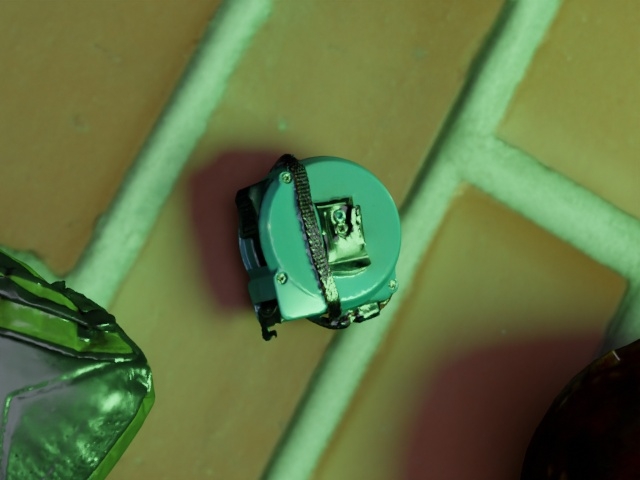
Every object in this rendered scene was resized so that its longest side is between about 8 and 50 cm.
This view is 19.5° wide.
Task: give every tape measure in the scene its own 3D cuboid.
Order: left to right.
[{"bbox_3d":[0.000,0.000,1.483,0.125,0.081,0.146,-12,88,-26],"label":"tape measure"}]

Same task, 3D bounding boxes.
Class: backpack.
[{"bbox_3d":[-0.260,0.102,1.374,0.253,0.140,0.207,38,75,-7],"label":"backpack"}]

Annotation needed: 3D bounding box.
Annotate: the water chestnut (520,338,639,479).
[{"bbox_3d":[0.321,0.198,1.453,0.350,0.302,0.350,5,117,9],"label":"water chestnut"}]
